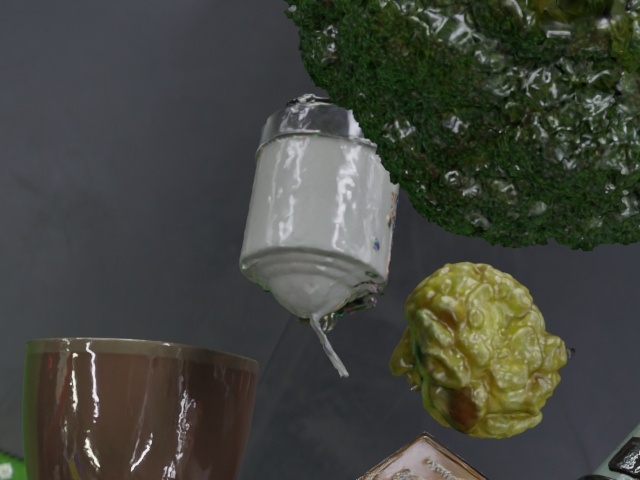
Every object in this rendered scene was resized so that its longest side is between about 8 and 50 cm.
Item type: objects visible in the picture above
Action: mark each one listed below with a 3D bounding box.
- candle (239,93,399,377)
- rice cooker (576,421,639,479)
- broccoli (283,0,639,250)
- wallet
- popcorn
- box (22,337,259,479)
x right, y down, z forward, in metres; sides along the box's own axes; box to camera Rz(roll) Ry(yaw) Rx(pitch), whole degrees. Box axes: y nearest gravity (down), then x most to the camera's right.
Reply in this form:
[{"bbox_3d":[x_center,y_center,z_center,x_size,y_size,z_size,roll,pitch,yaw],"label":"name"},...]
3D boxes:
[{"bbox_3d":[0.000,0.000,1.588,0.188,0.187,0.330,9,67,-2],"label":"candle"},{"bbox_3d":[0.464,0.361,1.752,0.227,0.241,0.280,-41,29,-23],"label":"rice cooker"},{"bbox_3d":[0.137,-0.125,0.690,0.304,0.321,0.283,32,89,-23],"label":"broccoli"},{"bbox_3d":[0.147,0.355,1.817,0.161,0.042,0.195,-33,40,-24],"label":"wallet"},{"bbox_3d":[0.188,0.132,1.592,0.169,0.189,0.218,-20,82,-21],"label":"popcorn"},{"bbox_3d":[-0.232,0.244,1.688,0.301,0.301,0.216,4,81,-6],"label":"box"}]
